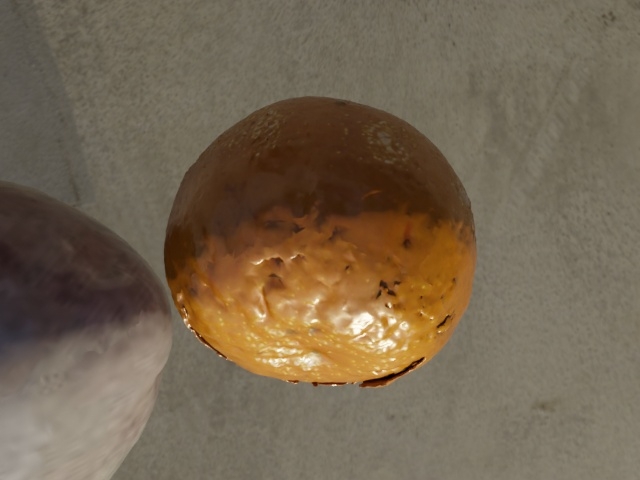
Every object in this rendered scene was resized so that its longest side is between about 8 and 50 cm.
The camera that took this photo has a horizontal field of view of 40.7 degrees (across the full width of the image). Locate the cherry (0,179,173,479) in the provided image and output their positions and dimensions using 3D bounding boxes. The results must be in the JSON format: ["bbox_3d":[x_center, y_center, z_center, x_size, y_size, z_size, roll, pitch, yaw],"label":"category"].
[{"bbox_3d":[-0.286,0.112,0.630,0.335,0.291,0.326,8,95,-11],"label":"cherry"}]

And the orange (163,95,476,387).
[{"bbox_3d":[0.000,0.000,0.533,0.193,0.161,0.193,8,143,6],"label":"orange"}]
